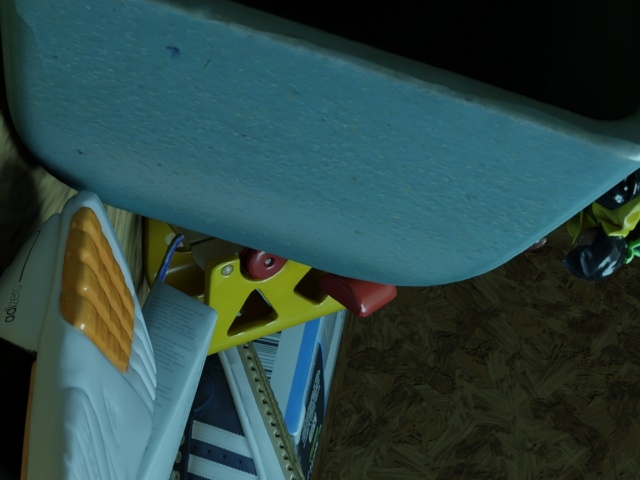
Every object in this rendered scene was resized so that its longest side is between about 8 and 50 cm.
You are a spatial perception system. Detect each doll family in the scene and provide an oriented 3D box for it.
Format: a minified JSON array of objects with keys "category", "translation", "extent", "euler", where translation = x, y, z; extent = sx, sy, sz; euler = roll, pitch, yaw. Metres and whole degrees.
[{"category":"doll family","translation":[0.136,-0.036,0.660],"extent":[0.193,0.076,0.111],"euler":[131,-20,-68]}]

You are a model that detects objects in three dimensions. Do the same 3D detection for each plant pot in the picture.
[{"category":"plant pot","translation":[-0.003,-0.115,0.691],"extent":[0.252,0.248,0.247],"euler":[122,-17,-60]}]

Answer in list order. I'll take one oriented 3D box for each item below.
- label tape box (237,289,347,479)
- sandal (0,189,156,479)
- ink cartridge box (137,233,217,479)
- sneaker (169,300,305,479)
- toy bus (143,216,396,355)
[{"category":"label tape box","translation":[-0.039,0.100,1.382],"extent":[0.333,0.106,0.240],"euler":[88,14,-67]},{"category":"sandal","translation":[-0.115,0.066,0.608],"extent":[0.265,0.076,0.102],"euler":[-96,172,-62]},{"category":"ink cartridge box","translation":[-0.108,0.142,0.799],"extent":[0.224,0.045,0.223],"euler":[-72,-179,-58]},{"category":"sneaker","translation":[-0.091,0.181,1.119],"extent":[0.099,0.153,0.282],"euler":[59,11,-79]},{"category":"toy bus","translation":[-0.013,0.000,0.982],"extent":[0.191,0.202,0.104],"euler":[-66,167,-50]}]
